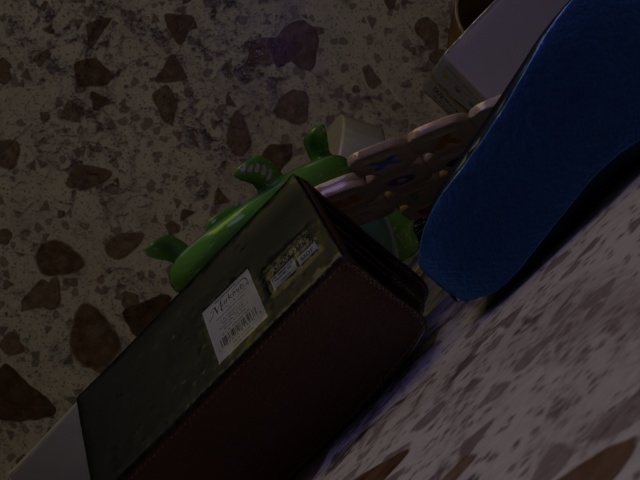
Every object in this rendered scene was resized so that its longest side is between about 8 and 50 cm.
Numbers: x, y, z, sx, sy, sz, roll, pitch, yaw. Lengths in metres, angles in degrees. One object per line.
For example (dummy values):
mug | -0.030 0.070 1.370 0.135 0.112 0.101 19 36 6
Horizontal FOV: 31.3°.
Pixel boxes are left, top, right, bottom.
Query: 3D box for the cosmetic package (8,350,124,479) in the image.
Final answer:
cosmetic package | -0.277 0.299 1.720 0.385 0.217 0.156 -42 3 37

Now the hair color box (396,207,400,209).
hair color box | 0.111 -0.036 1.973 0.185 0.113 0.374 -47 2 -16

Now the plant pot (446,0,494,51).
plant pot | 0.319 -0.304 2.021 0.237 0.237 0.254 -46 -14 -31

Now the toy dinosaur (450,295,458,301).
toy dinosaur | 0.145 0.010 0.992 0.082 0.047 0.090 -28 -11 -4

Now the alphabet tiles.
alphabet tiles | 0.134 -0.079 1.087 0.284 0.021 0.278 -21 -15 13

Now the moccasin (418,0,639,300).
moccasin | 0.194 -0.107 0.873 0.342 0.138 0.117 -45 -3 17

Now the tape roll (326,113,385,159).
tape roll | 0.000 0.000 1.750 0.392 0.072 0.392 -162 90 -82

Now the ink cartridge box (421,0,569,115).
ink cartridge box | 0.241 -0.195 1.314 0.168 0.171 0.232 -46 0 -1

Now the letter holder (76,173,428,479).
letter holder | -0.036 0.135 1.037 0.302 0.214 0.152 -45 33 10

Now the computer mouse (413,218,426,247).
computer mouse | 0.220 -0.100 1.638 0.188 0.072 0.272 -42 15 36

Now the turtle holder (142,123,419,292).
turtle holder | -0.023 0.028 1.310 0.243 0.227 0.320 -37 -4 10
